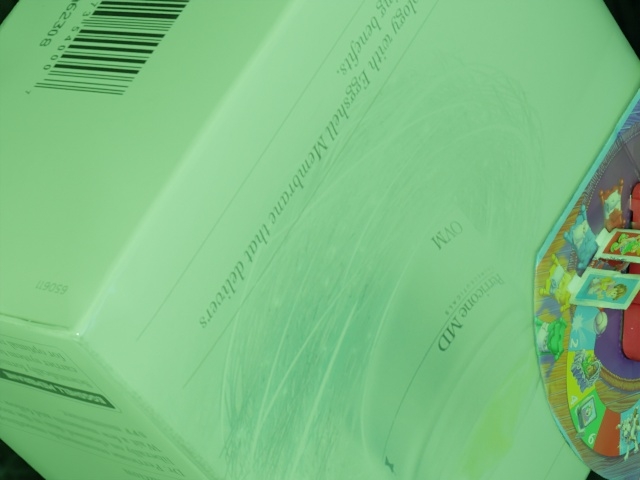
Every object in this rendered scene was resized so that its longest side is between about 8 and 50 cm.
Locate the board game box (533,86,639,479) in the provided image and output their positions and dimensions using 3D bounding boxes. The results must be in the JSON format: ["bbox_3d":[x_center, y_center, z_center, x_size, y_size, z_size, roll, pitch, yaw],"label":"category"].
[{"bbox_3d":[0.138,0.008,0.691,0.169,0.033,0.133,-55,133,-24],"label":"board game box"}]

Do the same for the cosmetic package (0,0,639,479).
[{"bbox_3d":[0.000,0.000,0.671,0.225,0.138,0.224,51,62,-38],"label":"cosmetic package"}]
